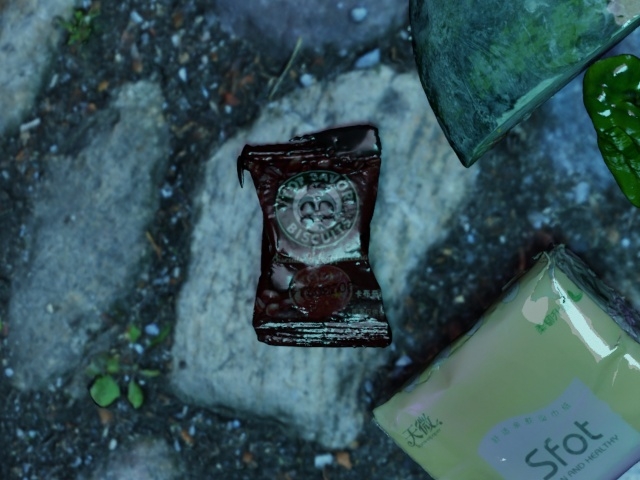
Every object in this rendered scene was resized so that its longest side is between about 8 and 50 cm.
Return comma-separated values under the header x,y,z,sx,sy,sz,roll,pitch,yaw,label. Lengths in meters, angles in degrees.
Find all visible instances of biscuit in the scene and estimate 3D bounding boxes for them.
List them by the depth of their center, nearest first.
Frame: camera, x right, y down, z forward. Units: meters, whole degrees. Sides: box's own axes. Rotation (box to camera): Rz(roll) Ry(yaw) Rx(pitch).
x,y,z,sx,sy,sz,roll,pitch,yaw,label
-0.006,0.001,1.078,0.151,0.063,0.235,-3,95,5,biscuit

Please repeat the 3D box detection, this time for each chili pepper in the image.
x,y,z,sx,sy,sz,roll,pitch,yaw,label
0.300,-0.073,0.921,0.100,0.257,0.074,10,73,46,chili pepper

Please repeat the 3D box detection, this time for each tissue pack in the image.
x,y,z,sx,sy,sz,roll,pitch,yaw,label
0.213,0.153,1.013,0.215,0.123,0.256,43,115,3,tissue pack

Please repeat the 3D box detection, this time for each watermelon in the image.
x,y,z,sx,sy,sz,roll,pitch,yaw,label
0.196,-0.232,0.960,0.319,0.214,0.289,116,141,-53,watermelon
